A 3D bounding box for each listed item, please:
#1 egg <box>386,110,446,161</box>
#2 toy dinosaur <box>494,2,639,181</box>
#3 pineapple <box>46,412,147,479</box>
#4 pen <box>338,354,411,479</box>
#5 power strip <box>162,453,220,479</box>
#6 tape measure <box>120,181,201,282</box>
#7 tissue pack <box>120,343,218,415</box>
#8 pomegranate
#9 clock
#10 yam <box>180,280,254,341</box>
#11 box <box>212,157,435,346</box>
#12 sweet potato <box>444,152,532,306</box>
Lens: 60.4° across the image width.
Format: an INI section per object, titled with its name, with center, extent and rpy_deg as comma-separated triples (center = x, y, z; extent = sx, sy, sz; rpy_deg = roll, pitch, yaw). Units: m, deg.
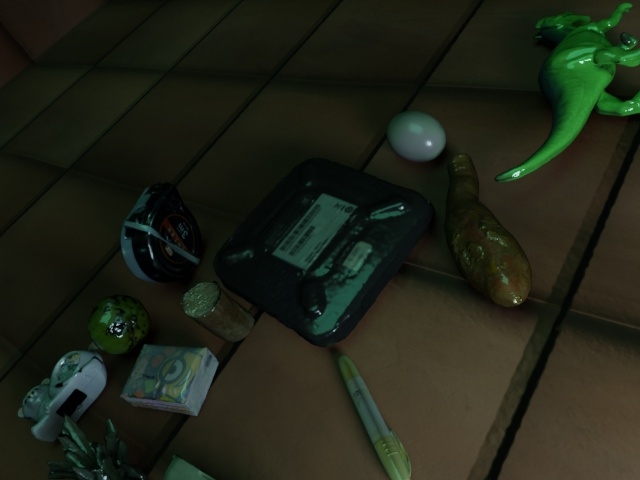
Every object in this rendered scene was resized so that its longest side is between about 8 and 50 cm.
[egg]
center = 0.199, -0.216, 1.145
extent = 0.103, 0.103, 0.135
rpy_deg = -45, 49, -15
[toy dinosaur]
center = 0.442, -0.327, 1.102
extent = 0.500, 0.143, 0.374
rpy_deg = -31, 39, -9
[pineapple]
center = -0.278, 0.397, 0.794
extent = 0.165, 0.165, 0.365
rpy_deg = -42, 43, -12
[pen]
center = 0.079, 0.262, 0.825
extent = 0.040, 0.032, 0.233
rpy_deg = -11, 41, -15
[power strip]
center = -0.125, 0.380, 0.786
extent = 0.286, 0.080, 0.048
rpy_deg = 13, 60, 36
[tape measure]
center = -0.337, -0.001, 1.168
extent = 0.107, 0.182, 0.181
rpy_deg = -4, 38, 28
[tissue pack]
center = -0.272, 0.248, 0.994
extent = 0.148, 0.060, 0.108
rpy_deg = -1, 49, 25
[pomegranate]
center = -0.411, 0.178, 1.102
extent = 0.161, 0.122, 0.122
rpy_deg = -39, 37, 31
[clock]
center = -0.499, 0.284, 1.063
extent = 0.117, 0.080, 0.176
rpy_deg = 19, 63, 39
[yam]
center = -0.186, 0.134, 1.009
extent = 0.084, 0.127, 0.084
rpy_deg = -15, 50, 18
[box]
center = 0.000, 0.000, 1.060
extent = 0.350, 0.091, 0.359
rpy_deg = 24, 66, 40
[sweet potato]
center = 0.263, -0.022, 0.945
extent = 0.109, 0.109, 0.385
rpy_deg = -20, 38, 10
